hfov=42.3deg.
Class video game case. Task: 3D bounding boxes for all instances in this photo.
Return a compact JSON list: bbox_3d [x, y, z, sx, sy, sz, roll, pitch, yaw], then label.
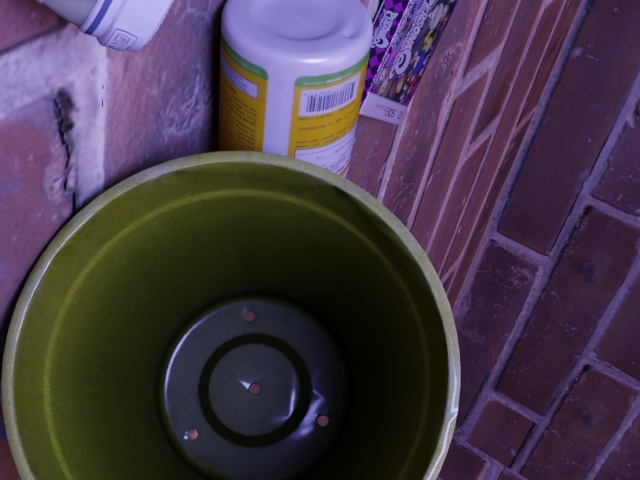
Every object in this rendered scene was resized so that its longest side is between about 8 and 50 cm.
[{"bbox_3d":[0.118,-0.278,1.154,0.232,0.042,0.210,-65,164,11],"label":"video game case"}]

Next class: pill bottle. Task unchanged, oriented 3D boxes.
[{"bbox_3d":[-0.032,-0.120,0.818,0.136,0.136,0.245,-48,159,-37],"label":"pill bottle"}]

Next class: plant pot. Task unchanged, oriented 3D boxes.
[{"bbox_3d":[-0.077,0.140,0.831,0.366,0.367,0.353,-57,175,-12],"label":"plant pot"}]

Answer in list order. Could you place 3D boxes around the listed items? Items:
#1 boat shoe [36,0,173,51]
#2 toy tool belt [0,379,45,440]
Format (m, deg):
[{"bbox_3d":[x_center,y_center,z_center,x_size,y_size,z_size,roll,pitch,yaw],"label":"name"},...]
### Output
[{"bbox_3d":[-0.091,-0.265,0.490,0.094,0.109,0.302,23,88,-31],"label":"boat shoe"},{"bbox_3d":[-0.267,0.161,0.734,0.052,0.051,0.083,-51,160,-30],"label":"toy tool belt"}]
